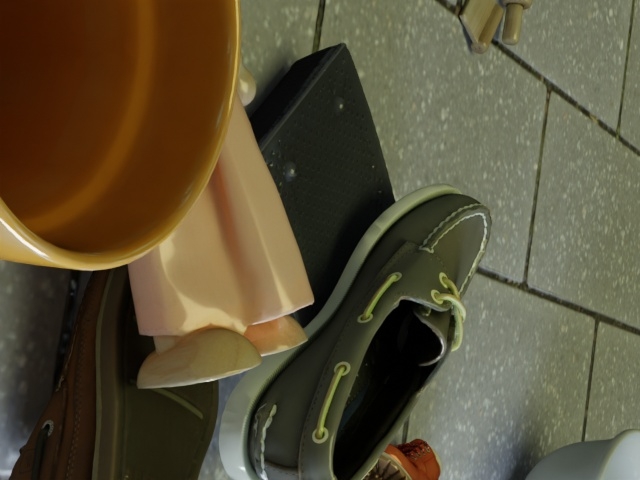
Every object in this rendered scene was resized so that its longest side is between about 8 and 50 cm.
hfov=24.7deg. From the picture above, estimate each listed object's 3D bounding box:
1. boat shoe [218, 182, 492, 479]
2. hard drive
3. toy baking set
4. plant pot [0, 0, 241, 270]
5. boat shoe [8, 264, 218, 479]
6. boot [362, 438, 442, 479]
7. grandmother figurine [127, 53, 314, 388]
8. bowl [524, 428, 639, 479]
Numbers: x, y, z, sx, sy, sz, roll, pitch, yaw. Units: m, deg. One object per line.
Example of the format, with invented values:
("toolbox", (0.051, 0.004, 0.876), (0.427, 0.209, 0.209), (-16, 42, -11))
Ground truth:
("boat shoe", (0.050, 0.069, 1.047), (0.305, 0.091, 0.109), (-47, 135, -36))
("hard drive", (0.000, 0.000, 1.097), (0.172, 0.054, 0.255), (-56, 140, -42))
("toy baking set", (0.166, -0.308, 1.376), (0.197, 0.030, 0.256), (35, 64, -57))
("plant pot", (-0.167, -0.096, 0.648), (0.205, 0.188, 0.205), (-14, 106, -60))
("boat shoe", (-0.130, 0.128, 0.839), (0.111, 0.104, 0.307), (46, 33, -42))
("boot", (0.067, 0.198, 1.253), (0.158, 0.059, 0.084), (60, 35, -50))
("grandmother figurine", (-0.085, -0.099, 0.824), (0.208, 0.104, 0.342), (-24, 102, -77))
("bowl", (0.253, 0.337, 1.515), (0.298, 0.134, 0.298), (-12, 104, -59))
